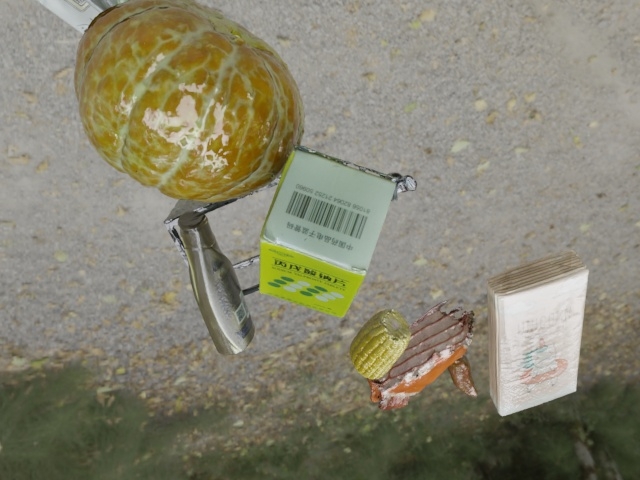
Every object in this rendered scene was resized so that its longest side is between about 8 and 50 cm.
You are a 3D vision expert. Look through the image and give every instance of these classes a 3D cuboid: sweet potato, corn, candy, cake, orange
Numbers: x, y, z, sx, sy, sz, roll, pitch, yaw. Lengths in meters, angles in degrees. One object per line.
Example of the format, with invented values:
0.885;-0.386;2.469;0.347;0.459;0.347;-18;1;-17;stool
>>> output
0.356;0.328;1.669;0.058;0.078;0.255;-19;141;9;sweet potato
0.101;0.177;1.110;0.063;0.085;0.165;-7;152;-23;corn
0.085;-0.040;1.206;0.226;0.051;0.094;-42;158;10;candy
0.196;0.235;1.323;0.135;0.098;0.287;25;111;-46;cake
-0.180;-0.191;0.914;0.329;0.329;0.249;11;122;-35;orange

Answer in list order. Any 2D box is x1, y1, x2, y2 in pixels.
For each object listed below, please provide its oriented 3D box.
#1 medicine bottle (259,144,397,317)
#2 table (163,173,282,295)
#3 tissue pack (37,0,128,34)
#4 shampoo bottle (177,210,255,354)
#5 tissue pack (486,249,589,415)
0.000;0.000;0.875;0.137;0.141;0.250;20;161;2;medicine bottle
-0.162;-0.027;1.650;0.335;0.222;0.272;-20;111;9;table
-0.436;-0.473;1.161;0.159;0.145;0.229;-48;144;7;tissue pack
-0.233;0.095;1.447;0.084;0.125;0.350;1;127;23;shampoo bottle
0.392;0.178;1.191;0.170;0.071;0.325;-16;129;-4;tissue pack
